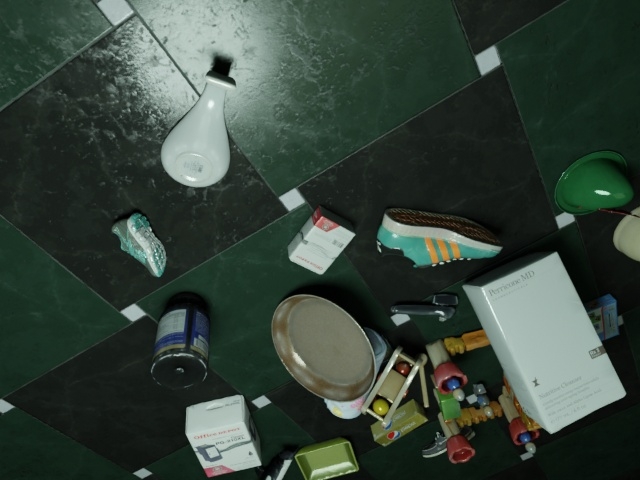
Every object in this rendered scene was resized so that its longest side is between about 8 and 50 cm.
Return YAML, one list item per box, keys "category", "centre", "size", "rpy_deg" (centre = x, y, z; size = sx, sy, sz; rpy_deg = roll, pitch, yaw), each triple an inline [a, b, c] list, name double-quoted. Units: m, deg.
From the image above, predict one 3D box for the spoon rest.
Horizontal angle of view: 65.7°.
- category: "spoon rest"
  centre: [-0.226, -0.212, 0.968]
  size: [0.137, 0.084, 0.276]
  rpy_deg: [16, 133, -19]

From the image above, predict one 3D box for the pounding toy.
- category: "pounding toy"
  centre: [0.236, 0.398, 1.348]
  size: [0.155, 0.269, 0.154]
  rpy_deg: [30, 145, 17]

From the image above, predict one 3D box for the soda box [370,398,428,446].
- category: "soda box"
  centre: [0.256, 0.597, 1.619]
  size: [0.181, 0.058, 0.061]
  rpy_deg: [-39, 122, 16]

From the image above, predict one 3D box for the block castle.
- category: "block castle"
  centre: [0.500, 0.477, 1.486]
  size: [0.303, 0.212, 0.453]
  rpy_deg: [-16, 125, 1]

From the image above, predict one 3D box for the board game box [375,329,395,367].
- category: "board game box"
  centre: [0.119, 0.340, 1.435]
  size: [0.186, 0.026, 0.126]
  rpy_deg: [-27, 125, 9]

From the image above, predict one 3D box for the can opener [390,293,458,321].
- category: "can opener"
  centre: [0.283, 0.186, 1.348]
  size: [0.186, 0.073, 0.059]
  rpy_deg: [-3, 164, -4]

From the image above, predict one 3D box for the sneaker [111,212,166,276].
- category: "sneaker"
  centre: [-0.403, 0.013, 1.102]
  size: [0.076, 0.065, 0.166]
  rpy_deg: [-7, 124, 15]

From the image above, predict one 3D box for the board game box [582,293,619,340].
- category: "board game box"
  centre: [0.783, 0.263, 1.493]
  size: [0.212, 0.039, 0.160]
  rpy_deg: [-24, 125, 6]

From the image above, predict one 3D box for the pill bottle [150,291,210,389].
- category: "pill bottle"
  centre: [-0.320, 0.225, 1.156]
  size: [0.123, 0.219, 0.122]
  rpy_deg: [-5, 125, -7]

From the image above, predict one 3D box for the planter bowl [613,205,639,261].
- category: "planter bowl"
  centre: [0.868, -0.002, 1.280]
  size: [0.162, 0.109, 0.162]
  rpy_deg: [-4, 125, -6]

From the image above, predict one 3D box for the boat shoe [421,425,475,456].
- category: "boat shoe"
  centre: [0.435, 0.689, 1.729]
  size: [0.206, 0.075, 0.065]
  rpy_deg: [-35, 80, 20]

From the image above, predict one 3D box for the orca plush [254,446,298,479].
- category: "orca plush"
  centre: [-0.180, 0.783, 1.648]
  size: [0.102, 0.151, 0.287]
  rpy_deg: [28, 124, 9]

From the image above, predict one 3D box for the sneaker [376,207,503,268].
- category: "sneaker"
  centre: [0.280, 0.008, 1.190]
  size: [0.302, 0.108, 0.121]
  rpy_deg: [11, 123, -8]

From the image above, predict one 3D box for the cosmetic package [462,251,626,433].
- category: "cosmetic package"
  centre: [0.548, 0.239, 1.238]
  size: [0.217, 0.156, 0.385]
  rpy_deg: [-27, 90, -2]

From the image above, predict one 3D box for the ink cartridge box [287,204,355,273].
- category: "ink cartridge box"
  centre: [0.000, 0.000, 1.157]
  size: [0.099, 0.056, 0.135]
  rpy_deg: [28, 115, -26]

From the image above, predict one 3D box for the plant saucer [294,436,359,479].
- category: "plant saucer"
  centre: [0.022, 0.738, 1.684]
  size: [0.188, 0.045, 0.188]
  rpy_deg: [-15, 126, 1]

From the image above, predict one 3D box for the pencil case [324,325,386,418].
- category: "pencil case"
  centre: [0.092, 0.368, 1.361]
  size: [0.124, 0.113, 0.273]
  rpy_deg: [-7, 129, -26]

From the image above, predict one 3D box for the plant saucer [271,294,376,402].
- category: "plant saucer"
  centre: [0.012, 0.268, 1.261]
  size: [0.311, 0.050, 0.310]
  rpy_deg: [15, 118, 30]

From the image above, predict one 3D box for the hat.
- category: "hat"
  centre: [0.684, -0.092, 1.138]
  size: [0.209, 0.183, 0.173]
  rpy_deg: [-13, 125, -1]

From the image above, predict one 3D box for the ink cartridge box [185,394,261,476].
- category: "ink cartridge box"
  centre: [-0.287, 0.590, 1.490]
  size: [0.172, 0.100, 0.237]
  rpy_deg: [-12, 126, -2]
